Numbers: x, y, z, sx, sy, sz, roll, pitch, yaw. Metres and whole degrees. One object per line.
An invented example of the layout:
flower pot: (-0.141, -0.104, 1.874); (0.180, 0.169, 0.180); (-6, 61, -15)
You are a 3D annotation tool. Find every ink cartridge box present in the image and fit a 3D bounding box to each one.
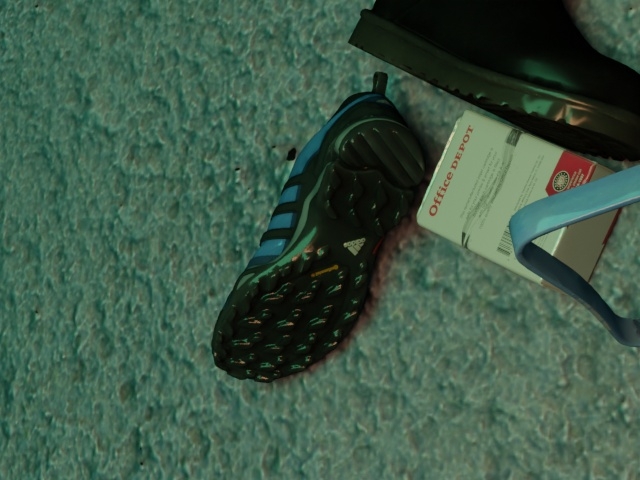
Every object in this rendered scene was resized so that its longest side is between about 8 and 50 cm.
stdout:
ink cartridge box: (0.168, -0.032, 1.411); (0.150, 0.063, 0.109); (29, 97, 43)

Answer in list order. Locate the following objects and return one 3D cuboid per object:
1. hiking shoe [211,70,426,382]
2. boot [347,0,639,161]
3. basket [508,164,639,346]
hiking shoe: (0.000, 0.000, 1.547); (0.304, 0.113, 0.132); (-54, 18, 24)
boot: (0.180, -0.234, 1.414); (0.348, 0.131, 0.260); (32, 99, 43)
basket: (0.299, -0.015, 1.159); (0.289, 0.255, 0.201); (-20, 64, 25)
